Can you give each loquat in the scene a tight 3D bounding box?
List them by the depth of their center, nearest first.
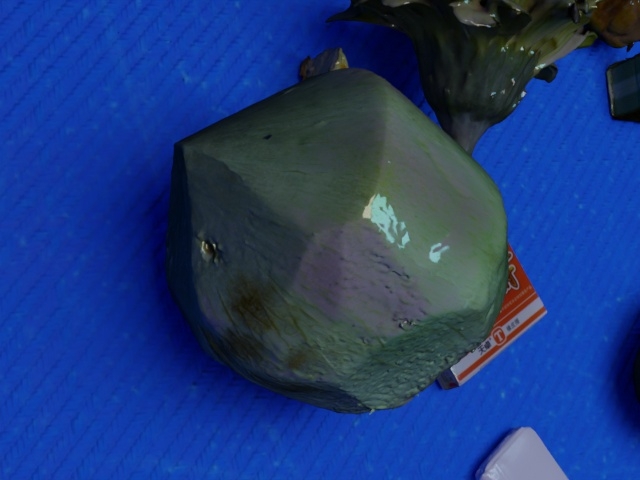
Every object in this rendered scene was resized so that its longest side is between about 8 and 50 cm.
[{"bbox_3d":[0.363,-0.300,1.472,0.137,0.113,0.137,32,48,-45],"label":"loquat"}]

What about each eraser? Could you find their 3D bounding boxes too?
[{"bbox_3d":[0.136,0.022,1.296,0.157,0.038,0.230,-34,96,-32],"label":"eraser"}]

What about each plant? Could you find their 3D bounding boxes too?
[{"bbox_3d":[0.169,-0.185,1.205,0.306,0.261,0.297,15,58,-31],"label":"plant"}]

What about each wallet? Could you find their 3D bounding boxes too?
[{"bbox_3d":[0.245,0.295,1.301,0.095,0.033,0.190,-42,100,-29],"label":"wallet"}]

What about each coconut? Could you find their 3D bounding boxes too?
[{"bbox_3d":[0.000,0.000,1.075,0.328,0.328,0.281,31,57,-21],"label":"coconut"}]

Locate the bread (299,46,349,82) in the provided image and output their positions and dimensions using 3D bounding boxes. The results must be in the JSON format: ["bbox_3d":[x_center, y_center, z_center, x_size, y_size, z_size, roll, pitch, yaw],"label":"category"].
[{"bbox_3d":[-0.010,-0.143,1.222,0.080,0.084,0.109,-12,85,-34],"label":"bread"}]

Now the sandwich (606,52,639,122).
[{"bbox_3d":[0.426,-0.187,1.496,0.116,0.074,0.074,3,78,-30],"label":"sandwich"}]

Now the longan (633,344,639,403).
[{"bbox_3d":[0.445,0.142,1.375,0.167,0.167,0.187,12,80,-28],"label":"longan"}]
